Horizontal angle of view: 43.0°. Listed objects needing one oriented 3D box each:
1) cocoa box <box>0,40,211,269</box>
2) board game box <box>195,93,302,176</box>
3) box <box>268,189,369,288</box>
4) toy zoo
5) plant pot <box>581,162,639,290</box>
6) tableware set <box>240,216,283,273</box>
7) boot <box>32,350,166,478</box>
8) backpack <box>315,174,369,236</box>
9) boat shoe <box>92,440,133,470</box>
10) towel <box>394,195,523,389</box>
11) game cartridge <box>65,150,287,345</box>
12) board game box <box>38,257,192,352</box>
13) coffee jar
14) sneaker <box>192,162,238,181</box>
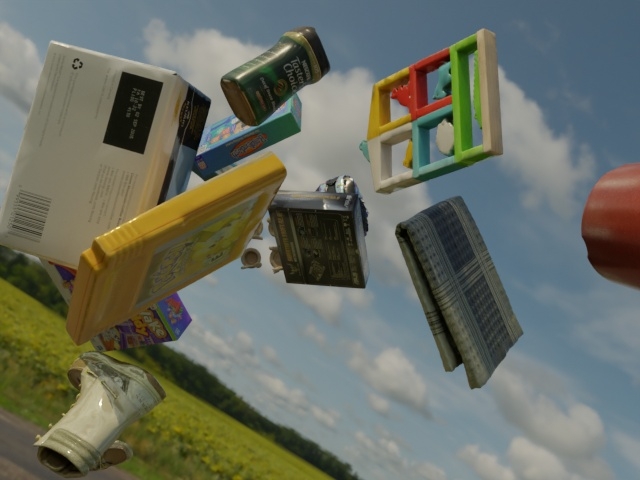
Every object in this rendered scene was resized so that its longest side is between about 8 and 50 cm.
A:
[{"bbox_3d":[-0.360,-0.127,1.393,0.231,0.347,0.228,16,2,7],"label":"cocoa box"},{"bbox_3d":[-0.138,-0.214,1.577,0.047,0.210,0.160,60,14,-25],"label":"board game box"},{"bbox_3d":[0.000,0.000,1.704,0.183,0.056,0.231,4,-46,17],"label":"box"},{"bbox_3d":[0.160,-0.188,1.280,0.030,0.192,0.293,10,-16,-37],"label":"toy zoo"},{"bbox_3d":[0.558,-0.014,1.221,0.272,0.272,0.265,38,-10,-21],"label":"plant pot"},{"bbox_3d":[-0.145,0.006,2.156,0.141,0.169,0.020,-5,-4,8],"label":"tableware set"},{"bbox_3d":[-0.330,0.239,1.123,0.213,0.165,0.077,2,-49,46],"label":"boot"},{"bbox_3d":[0.056,-0.091,2.316,0.158,0.173,0.117,-21,-37,24],"label":"backpack"},{"bbox_3d":[-0.415,0.413,1.529,0.135,0.045,0.050,-18,-79,23],"label":"boat shoe"},{"bbox_3d":[0.260,0.089,1.509,0.056,0.312,0.324,-24,-89,30],"label":"towel"},{"bbox_3d":[-0.219,0.017,1.217,0.053,0.323,0.285,50,-34,11],"label":"game cartridge"},{"bbox_3d":[-0.461,0.072,1.761,0.233,0.078,0.347,-12,-64,27],"label":"board game box"},{"bbox_3d":[-0.070,-0.275,1.347,0.079,0.184,0.096,23,-34,49],"label":"coffee jar"},{"bbox_3d":[-0.291,-0.220,2.114,0.087,0.092,0.229,-16,-53,42],"label":"sneaker"}]
